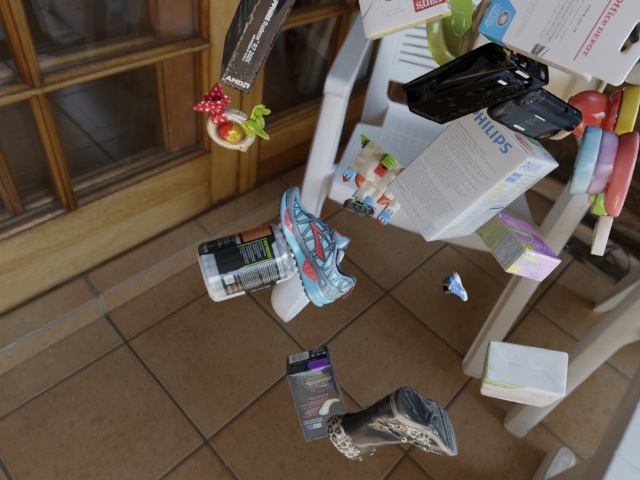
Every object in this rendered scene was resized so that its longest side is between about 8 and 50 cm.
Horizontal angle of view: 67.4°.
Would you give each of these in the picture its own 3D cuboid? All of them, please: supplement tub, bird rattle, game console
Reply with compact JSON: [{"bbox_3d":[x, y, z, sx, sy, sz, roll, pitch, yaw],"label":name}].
[{"bbox_3d":[-0.214,0.061,1.524,0.315,0.194,0.194,-16,52,-8],"label":"supplement tub"},{"bbox_3d":[-0.292,-0.375,1.562,0.253,0.207,0.143,11,54,-21],"label":"bird rattle"},{"bbox_3d":[0.334,-0.245,0.870,0.361,0.213,0.044,9,78,-37],"label":"game console"}]

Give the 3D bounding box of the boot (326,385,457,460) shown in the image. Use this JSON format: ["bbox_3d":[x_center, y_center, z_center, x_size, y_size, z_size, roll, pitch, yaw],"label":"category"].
[{"bbox_3d":[0.224,0.581,1.452,0.377,0.284,0.138,41,32,-39],"label":"boot"}]

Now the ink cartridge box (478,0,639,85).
[{"bbox_3d":[0.297,-0.261,0.569,0.180,0.104,0.060,36,23,23],"label":"ink cartridge box"}]

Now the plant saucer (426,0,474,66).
[{"bbox_3d":[0.382,-0.619,1.369,0.037,0.241,0.241,14,39,42],"label":"plant saucer"}]

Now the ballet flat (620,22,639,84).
[{"bbox_3d":[0.632,-0.376,0.942,0.095,0.096,0.281,-14,75,-40],"label":"ballet flat"}]

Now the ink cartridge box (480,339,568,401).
[{"bbox_3d":[0.593,0.406,1.435,0.206,0.353,0.119,7,68,18],"label":"ink cartridge box"}]

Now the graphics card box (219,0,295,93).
[{"bbox_3d":[-0.150,-0.594,1.227,0.094,0.371,0.233,17,48,-26],"label":"graphics card box"}]

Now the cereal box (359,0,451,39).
[{"bbox_3d":[0.152,-0.543,0.943,0.172,0.241,0.047,-8,9,27],"label":"cereal box"}]

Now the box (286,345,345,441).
[{"bbox_3d":[-0.012,0.540,1.704,0.165,0.271,0.143,-14,14,0],"label":"box"}]

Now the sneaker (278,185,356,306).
[{"bbox_3d":[0.000,0.000,1.018,0.125,0.262,0.104,-20,4,12],"label":"sneaker"}]

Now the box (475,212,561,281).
[{"bbox_3d":[0.769,0.019,1.880,0.213,0.117,0.243,15,34,-29],"label":"box"}]

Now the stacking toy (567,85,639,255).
[{"bbox_3d":[0.555,-0.151,1.002,0.130,0.280,0.309,13,44,24],"label":"stacking toy"}]

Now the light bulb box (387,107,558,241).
[{"bbox_3d":[0.463,-0.198,1.451,0.357,0.361,0.225,-7,58,-53],"label":"light bulb box"}]

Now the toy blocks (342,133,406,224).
[{"bbox_3d":[0.246,-0.249,2.121,0.381,0.261,0.191,40,8,-3],"label":"toy blocks"}]

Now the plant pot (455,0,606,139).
[{"bbox_3d":[0.518,-0.462,1.227,0.305,0.334,0.334,15,47,0],"label":"plant pot"}]

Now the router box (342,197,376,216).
[{"bbox_3d":[0.161,-0.136,2.002,0.122,0.092,0.038,21,84,-12],"label":"router box"}]

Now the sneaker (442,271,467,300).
[{"bbox_3d":[0.582,0.217,2.101,0.084,0.152,0.058,-28,28,1],"label":"sneaker"}]

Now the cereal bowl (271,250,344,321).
[{"bbox_3d":[-0.069,0.133,1.791,0.141,0.339,0.339,39,51,8],"label":"cereal bowl"}]
